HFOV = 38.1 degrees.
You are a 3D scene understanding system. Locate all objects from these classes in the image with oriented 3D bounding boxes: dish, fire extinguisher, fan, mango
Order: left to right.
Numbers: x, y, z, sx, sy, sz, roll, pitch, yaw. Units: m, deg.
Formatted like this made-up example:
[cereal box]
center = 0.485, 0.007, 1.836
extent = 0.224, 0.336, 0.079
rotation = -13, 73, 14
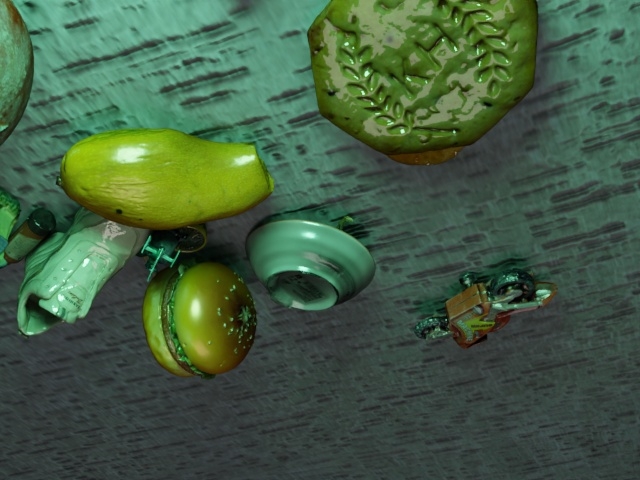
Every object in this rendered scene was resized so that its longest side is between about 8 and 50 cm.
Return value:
[fire extinguisher]
center = -0.560, 0.002, 1.732
extent = 0.062, 0.050, 0.177
rotation = 8, 146, -46
[fan]
center = -0.288, -0.006, 1.750
extent = 0.155, 0.039, 0.082
rotation = -17, 140, 15
[mango]
center = -0.252, -0.100, 1.543
extent = 0.360, 0.144, 0.187
rotation = 6, 133, -21
[dish]
center = -0.028, 0.070, 1.789
extent = 0.260, 0.085, 0.260
rotation = 10, 146, 7

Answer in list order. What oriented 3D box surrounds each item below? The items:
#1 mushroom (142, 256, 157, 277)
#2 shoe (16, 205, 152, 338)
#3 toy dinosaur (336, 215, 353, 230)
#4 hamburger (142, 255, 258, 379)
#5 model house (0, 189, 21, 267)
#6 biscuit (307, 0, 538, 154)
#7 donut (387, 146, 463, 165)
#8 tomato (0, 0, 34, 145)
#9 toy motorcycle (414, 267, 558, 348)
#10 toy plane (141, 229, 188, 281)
[mushroom]
center = -0.332, 0.065, 1.864
extent = 0.028, 0.026, 0.286
rotation = -25, 139, 3
[shoe]
center = -0.430, 0.057, 1.675
extent = 0.342, 0.210, 0.132
rotation = -31, 128, 30
[toy dinosaur]
center = 0.012, 0.007, 1.803
extent = 0.058, 0.037, 0.180
rotation = 36, 124, -24
[hamburger]
center = -0.218, 0.145, 1.797
extent = 0.170, 0.246, 0.246
rotation = -8, 145, 28
[model house]
center = -0.657, 0.005, 1.618
extent = 0.214, 0.189, 0.195
rotation = -17, 144, 19
[biscuit]
center = 0.153, -0.270, 1.379
extent = 0.359, 0.046, 0.359
rotation = 0, 130, 0
[donut]
center = 0.165, -0.187, 1.532
extent = 0.152, 0.058, 0.152
rotation = -2, 143, -1
[tomato]
center = -0.544, -0.236, 1.220
extent = 0.317, 0.282, 0.316
rotation = -5, 145, -4
[toy motorcycle]
center = 0.343, 0.146, 1.969
extent = 0.171, 0.089, 0.298
rotation = 27, 133, -36
[toy plane]
center = -0.281, 0.015, 1.626
extent = 0.060, 0.096, 0.235
rotation = 34, 178, -10
